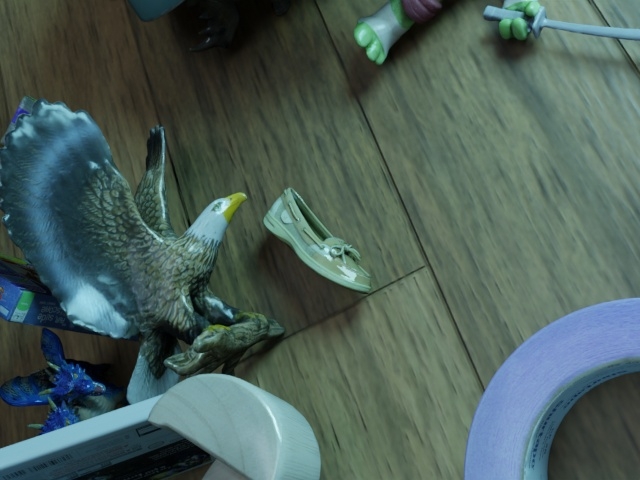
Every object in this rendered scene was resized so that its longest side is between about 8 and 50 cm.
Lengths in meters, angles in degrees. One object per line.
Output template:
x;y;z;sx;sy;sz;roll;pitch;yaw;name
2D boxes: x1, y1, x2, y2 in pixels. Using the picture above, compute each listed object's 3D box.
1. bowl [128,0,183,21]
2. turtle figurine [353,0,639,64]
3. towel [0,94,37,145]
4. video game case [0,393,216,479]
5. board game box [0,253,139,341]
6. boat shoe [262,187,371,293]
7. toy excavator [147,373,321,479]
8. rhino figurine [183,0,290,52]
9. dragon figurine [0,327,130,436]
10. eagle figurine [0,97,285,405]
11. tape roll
-0.166;-0.424;0.823;0.312;0.163;0.311;-33;35;28;bowl
0.129;-0.271;0.670;0.266;0.198;0.274;-27;62;26;turtle figurine
-0.434;-0.168;1.060;0.060;0.009;0.083;32;93;32;towel
-0.196;0.205;0.685;0.191;0.173;0.022;-17;58;-14;video game case
-0.295;0.061;0.807;0.136;0.201;0.035;24;89;32;board game box
0.001;0.000;0.748;0.153;0.056;0.048;40;102;38;boat shoe
-0.227;0.333;0.582;0.446;0.222;0.432;-5;65;21;toy excavator
-0.076;-0.316;0.845;0.243;0.106;0.073;-47;59;10;rhino figurine
-0.289;0.154;0.797;0.289;0.144;0.085;19;71;45;dragon figurine
-0.173;0.012;0.755;0.298;0.226;0.225;42;58;15;eagle figurine
0.252;0.184;0.537;0.275;0.090;0.274;-8;74;27;tape roll
